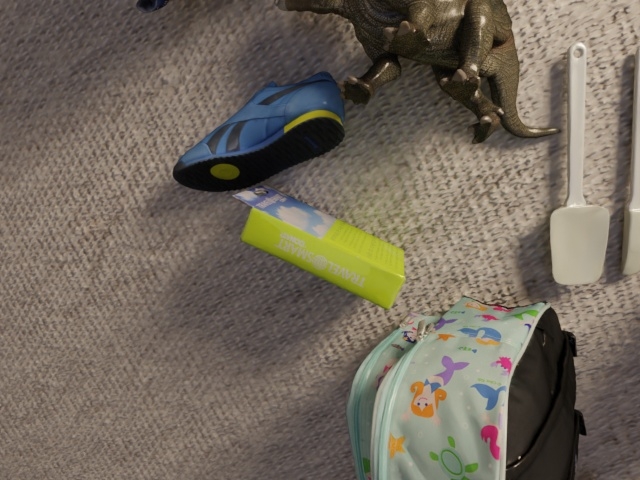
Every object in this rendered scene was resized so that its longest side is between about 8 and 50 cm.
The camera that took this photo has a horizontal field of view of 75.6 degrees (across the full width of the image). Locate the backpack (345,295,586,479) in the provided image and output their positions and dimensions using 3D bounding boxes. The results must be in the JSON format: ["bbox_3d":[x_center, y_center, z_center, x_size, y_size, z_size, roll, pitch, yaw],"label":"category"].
[{"bbox_3d":[0.134,0.182,0.377,0.191,0.253,0.225,-4,103,31],"label":"backpack"}]

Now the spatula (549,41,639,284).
[{"bbox_3d":[0.312,-0.077,0.406,0.168,0.019,0.242,-4,101,8],"label":"spatula"}]

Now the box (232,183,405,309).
[{"bbox_3d":[0.000,0.000,0.432,0.178,0.109,0.042,25,106,4],"label":"box"}]

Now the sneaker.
[{"bbox_3d":[-0.071,-0.116,0.452,0.209,0.069,0.082,-18,65,21],"label":"sneaker"}]

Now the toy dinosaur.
[{"bbox_3d":[0.108,-0.188,0.366,0.313,0.121,0.160,15,71,-7],"label":"toy dinosaur"}]

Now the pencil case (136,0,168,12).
[{"bbox_3d":[-0.018,-0.352,0.327,0.410,0.160,0.184,-20,57,13],"label":"pencil case"}]
